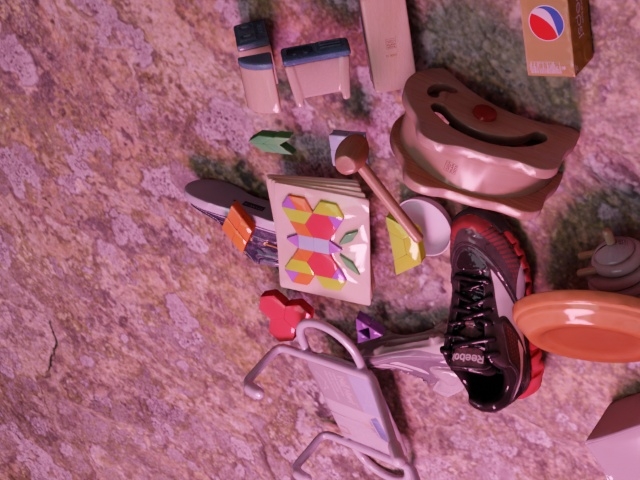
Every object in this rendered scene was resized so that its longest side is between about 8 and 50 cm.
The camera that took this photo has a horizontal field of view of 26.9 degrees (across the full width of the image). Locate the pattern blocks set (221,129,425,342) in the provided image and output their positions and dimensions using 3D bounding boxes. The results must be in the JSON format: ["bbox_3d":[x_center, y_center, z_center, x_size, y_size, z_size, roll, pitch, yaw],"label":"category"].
[{"bbox_3d":[0.000,0.000,1.766,0.285,0.026,0.324,-3,119,29],"label":"pattern blocks set"}]

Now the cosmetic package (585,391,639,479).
[{"bbox_3d":[0.457,0.237,1.618,0.238,0.107,0.127,-26,102,45],"label":"cosmetic package"}]

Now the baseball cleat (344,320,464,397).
[{"bbox_3d":[0.128,0.171,1.820,0.206,0.072,0.109,-12,111,40],"label":"baseball cleat"}]

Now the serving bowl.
[{"bbox_3d":[0.136,-0.023,1.717,0.083,0.027,0.083,19,130,24],"label":"serving bowl"}]

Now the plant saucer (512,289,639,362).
[{"bbox_3d":[0.326,0.107,1.583,0.200,0.037,0.200,9,160,3],"label":"plant saucer"}]

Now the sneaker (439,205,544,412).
[{"bbox_3d":[0.206,0.095,1.672,0.098,0.135,0.276,2,114,36],"label":"sneaker"}]

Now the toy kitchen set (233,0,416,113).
[{"bbox_3d":[-0.002,-0.255,1.642,0.207,0.166,0.122,-11,118,-1],"label":"toy kitchen set"}]

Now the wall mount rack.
[{"bbox_3d":[0.056,0.277,1.832,0.304,0.130,0.350,16,144,40],"label":"wall mount rack"}]

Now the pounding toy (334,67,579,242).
[{"bbox_3d":[0.154,-0.095,1.583,0.270,0.154,0.155,15,130,-1],"label":"pounding toy"}]

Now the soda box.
[{"bbox_3d":[0.253,-0.272,1.452,0.058,0.061,0.181,7,122,31],"label":"soda box"}]

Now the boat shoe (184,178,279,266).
[{"bbox_3d":[-0.112,-0.021,1.864,0.183,0.065,0.083,21,127,21],"label":"boat shoe"}]

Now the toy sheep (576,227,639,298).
[{"bbox_3d":[0.352,0.039,1.570,0.091,0.091,0.132,-1,134,35],"label":"toy sheep"}]
